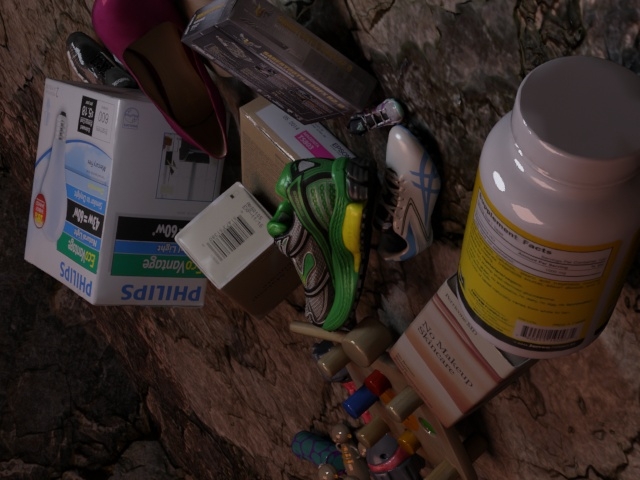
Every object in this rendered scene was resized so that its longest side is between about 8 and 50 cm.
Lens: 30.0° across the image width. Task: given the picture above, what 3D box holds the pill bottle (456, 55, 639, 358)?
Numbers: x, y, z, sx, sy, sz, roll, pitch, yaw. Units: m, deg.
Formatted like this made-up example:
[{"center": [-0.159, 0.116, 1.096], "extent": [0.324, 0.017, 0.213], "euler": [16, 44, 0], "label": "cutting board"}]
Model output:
[{"center": [0.255, -0.032, 1.283], "extent": [0.188, 0.188, 0.334], "euler": [45, 153, 26], "label": "pill bottle"}]

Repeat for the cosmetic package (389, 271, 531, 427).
[{"center": [0.218, 0.134, 1.642], "extent": [0.153, 0.129, 0.296], "euler": [53, 156, 14], "label": "cosmetic package"}]

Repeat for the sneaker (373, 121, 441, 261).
[{"center": [0.114, -0.059, 1.656], "extent": [0.085, 0.086, 0.237], "euler": [41, 151, 36], "label": "sneaker"}]

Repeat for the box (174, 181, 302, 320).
[{"center": [-0.122, 0.026, 2.024], "extent": [0.121, 0.148, 0.311], "euler": [47, 179, 16], "label": "box"}]

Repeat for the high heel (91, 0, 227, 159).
[{"center": [-0.226, -0.261, 1.829], "extent": [0.181, 0.127, 0.377], "euler": [55, -177, 20], "label": "high heel"}]

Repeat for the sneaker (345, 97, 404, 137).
[{"center": [0.068, -0.161, 1.632], "extent": [0.038, 0.069, 0.098], "euler": [61, 157, -10], "label": "sneaker"}]

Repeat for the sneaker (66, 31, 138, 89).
[{"center": [-0.418, -0.321, 2.382], "extent": [0.234, 0.078, 0.106], "euler": [58, 154, -12], "label": "sneaker"}]

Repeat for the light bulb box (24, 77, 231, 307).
[{"center": [-0.362, -0.091, 2.185], "extent": [0.358, 0.225, 0.360], "euler": [20, 104, 55], "label": "light bulb box"}]

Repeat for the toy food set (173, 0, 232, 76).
[{"center": [-0.216, -0.417, 1.867], "extent": [0.306, 0.092, 0.219], "euler": [47, 167, 24], "label": "toy food set"}]

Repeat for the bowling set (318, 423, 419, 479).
[{"center": [0.064, 0.485, 2.323], "extent": [0.287, 0.200, 0.154], "euler": [4, 123, 57], "label": "bowling set"}]

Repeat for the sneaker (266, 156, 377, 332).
[{"center": [0.000, 0.000, 1.730], "extent": [0.146, 0.134, 0.343], "euler": [9, 137, 7], "label": "sneaker"}]

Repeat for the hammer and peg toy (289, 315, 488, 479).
[{"center": [0.112, 0.226, 1.930], "extent": [0.266, 0.127, 0.361], "euler": [26, 150, 50], "label": "hammer and peg toy"}]

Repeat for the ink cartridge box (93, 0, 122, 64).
[{"center": [-0.343, -0.374, 2.202], "extent": [0.179, 0.045, 0.145], "euler": [35, 149, 46], "label": "ink cartridge box"}]

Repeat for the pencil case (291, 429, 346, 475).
[{"center": [-0.001, 0.461, 2.573], "extent": [0.152, 0.065, 0.070], "euler": [17, 110, 57], "label": "pencil case"}]

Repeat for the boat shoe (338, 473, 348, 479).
[{"center": [0.088, 0.581, 2.541], "extent": [0.223, 0.073, 0.080], "euler": [36, 149, 39], "label": "boat shoe"}]

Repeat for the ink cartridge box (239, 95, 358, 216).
[{"center": [-0.025, -0.096, 1.877], "extent": [0.234, 0.088, 0.193], "euler": [46, 153, 25], "label": "ink cartridge box"}]

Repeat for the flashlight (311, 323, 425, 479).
[{"center": [0.081, 0.307, 2.154], "extent": [0.304, 0.103, 0.103], "euler": [60, -164, -18], "label": "flashlight"}]

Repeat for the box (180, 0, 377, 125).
[{"center": [-0.060, -0.251, 1.656], "extent": [0.231, 0.056, 0.183], "euler": [32, 165, -22], "label": "box"}]
